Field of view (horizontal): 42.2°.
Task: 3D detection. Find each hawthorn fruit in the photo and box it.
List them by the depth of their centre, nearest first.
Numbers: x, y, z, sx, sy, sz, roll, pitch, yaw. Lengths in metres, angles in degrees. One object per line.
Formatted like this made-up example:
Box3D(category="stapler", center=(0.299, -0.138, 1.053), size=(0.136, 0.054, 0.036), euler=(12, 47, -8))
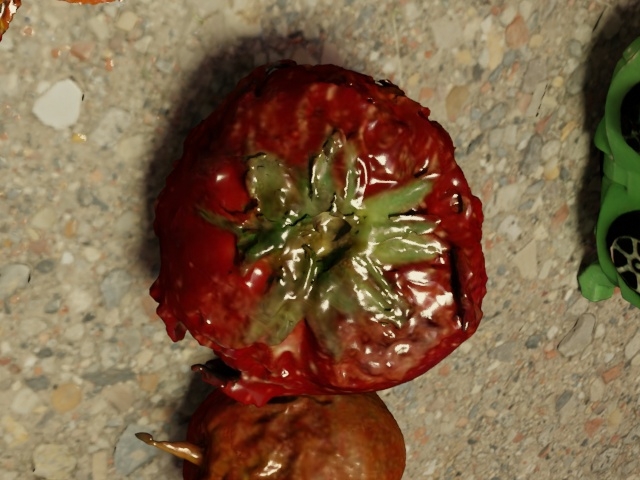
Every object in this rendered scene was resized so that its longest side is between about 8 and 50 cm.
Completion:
Box3D(category="hawthorn fruit", center=(-0.054, 0.204, 0.752), size=(0.243, 0.207, 0.207), euler=(15, 107, -27))

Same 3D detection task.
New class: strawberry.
Box3D(category="strawberry", center=(0.000, 0.000, 0.666), size=(0.274, 0.220, 0.274), euler=(1, 103, 5))

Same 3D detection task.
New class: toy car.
Box3D(category="toy car", center=(0.381, -0.075, 0.884), size=(0.213, 0.176, 0.358), euler=(-27, 123, -18))

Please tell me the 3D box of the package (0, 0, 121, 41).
Box3D(category="package", center=(-0.269, -0.191, 0.449), size=(0.223, 0.108, 0.288), euler=(-39, 122, -1))
